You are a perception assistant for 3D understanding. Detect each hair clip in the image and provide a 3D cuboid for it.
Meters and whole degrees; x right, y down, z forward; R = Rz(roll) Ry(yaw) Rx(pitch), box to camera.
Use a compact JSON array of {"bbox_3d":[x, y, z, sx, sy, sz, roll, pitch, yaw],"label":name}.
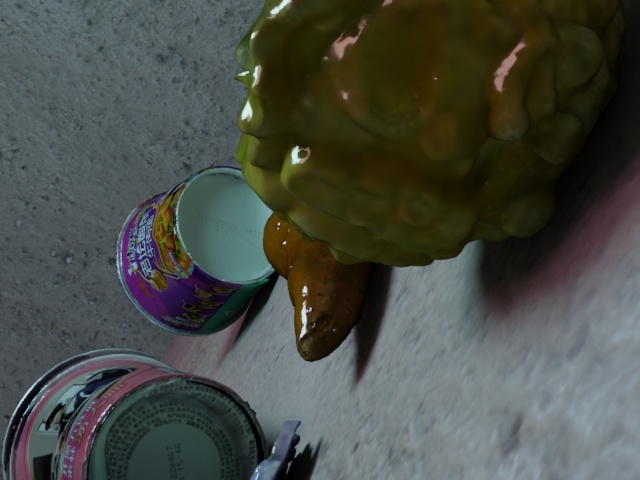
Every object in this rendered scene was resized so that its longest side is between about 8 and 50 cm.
[{"bbox_3d":[-0.045,0.218,0.728,0.124,0.052,0.195,-64,0,33],"label":"hair clip"}]

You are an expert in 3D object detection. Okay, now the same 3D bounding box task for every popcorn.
[{"bbox_3d":[0.047,-0.107,0.550,0.249,0.225,0.249,-160,90,-75],"label":"popcorn"}]

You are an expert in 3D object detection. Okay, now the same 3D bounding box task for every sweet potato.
[{"bbox_3d":[0.001,-0.003,0.898,0.112,0.112,0.359,-61,6,14],"label":"sweet potato"}]

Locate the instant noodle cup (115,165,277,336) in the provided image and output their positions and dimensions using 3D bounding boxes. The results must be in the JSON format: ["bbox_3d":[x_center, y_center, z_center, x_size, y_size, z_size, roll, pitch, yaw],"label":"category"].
[{"bbox_3d":[-0.171,0.007,1.507,0.190,0.251,0.251,-34,29,54],"label":"instant noodle cup"}]

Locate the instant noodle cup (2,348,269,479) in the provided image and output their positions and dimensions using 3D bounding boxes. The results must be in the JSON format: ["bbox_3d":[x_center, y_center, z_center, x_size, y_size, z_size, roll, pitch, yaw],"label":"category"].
[{"bbox_3d":[-0.168,0.213,0.919,0.255,0.244,0.244,-21,42,65],"label":"instant noodle cup"}]
